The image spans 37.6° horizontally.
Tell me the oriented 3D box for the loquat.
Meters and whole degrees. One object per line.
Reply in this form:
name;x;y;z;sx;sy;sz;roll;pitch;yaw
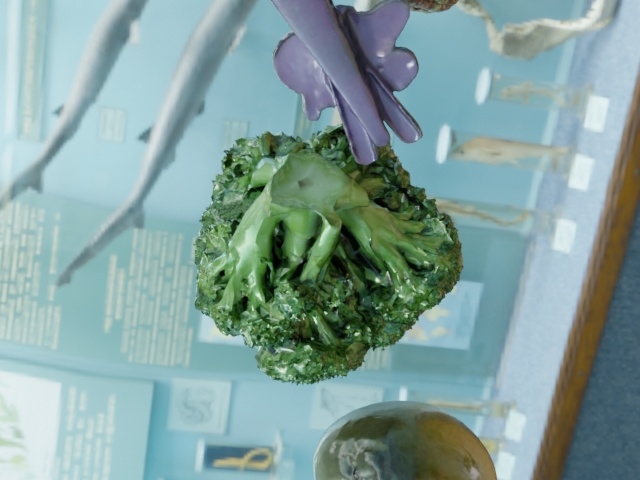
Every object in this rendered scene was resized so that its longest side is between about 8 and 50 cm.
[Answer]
loquat;0.095;0.267;1.046;0.179;0.227;0.179;-37;37;35

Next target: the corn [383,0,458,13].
corn;0.059;-0.276;0.923;0.079;0.237;0.080;-1;89;38

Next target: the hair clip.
hair clip;0.009;-0.191;0.832;0.278;0.137;0.090;53;-166;-43

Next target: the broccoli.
broccoli;0.000;0.000;1.023;0.275;0.307;0.308;101;172;-66
